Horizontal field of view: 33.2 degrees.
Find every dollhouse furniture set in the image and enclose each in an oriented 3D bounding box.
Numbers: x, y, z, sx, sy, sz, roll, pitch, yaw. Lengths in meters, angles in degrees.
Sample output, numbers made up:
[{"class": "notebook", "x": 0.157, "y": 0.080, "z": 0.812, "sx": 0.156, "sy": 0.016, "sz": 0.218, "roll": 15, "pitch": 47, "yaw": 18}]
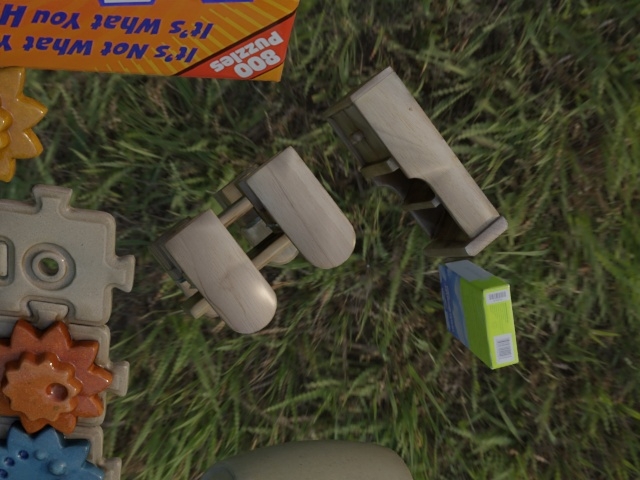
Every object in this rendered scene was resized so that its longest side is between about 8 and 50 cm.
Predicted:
[{"class": "dollhouse furniture set", "x": 0.000, "y": 0.000, "z": 0.878, "sx": 0.242, "sy": 0.212, "sz": 0.161, "roll": -39, "pitch": 97, "yaw": -11}]

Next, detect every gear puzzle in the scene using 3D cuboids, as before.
[{"class": "gear puzzle", "x": -0.208, "y": 0.045, "z": 0.669, "sx": 0.176, "sy": 0.044, "sz": 0.338, "roll": 7, "pitch": 115, "yaw": -2}]

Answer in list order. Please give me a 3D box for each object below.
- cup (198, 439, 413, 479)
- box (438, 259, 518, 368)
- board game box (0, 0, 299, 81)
[{"class": "cup", "x": -0.054, "y": 0.416, "z": 1.485, "sx": 0.237, "sy": 0.331, "sz": 0.331, "roll": 21, "pitch": 90, "yaw": -26}, {"class": "box", "x": 0.209, "y": 0.093, "z": 1.437, "sx": 0.043, "sy": 0.178, "sz": 0.109, "roll": -11, "pitch": 103, "yaw": -9}, {"class": "board game box", "x": -0.186, "y": -0.356, "z": 0.675, "sx": 0.357, "sy": 0.356, "sz": 0.356, "roll": 1, "pitch": 52, "yaw": -16}]
